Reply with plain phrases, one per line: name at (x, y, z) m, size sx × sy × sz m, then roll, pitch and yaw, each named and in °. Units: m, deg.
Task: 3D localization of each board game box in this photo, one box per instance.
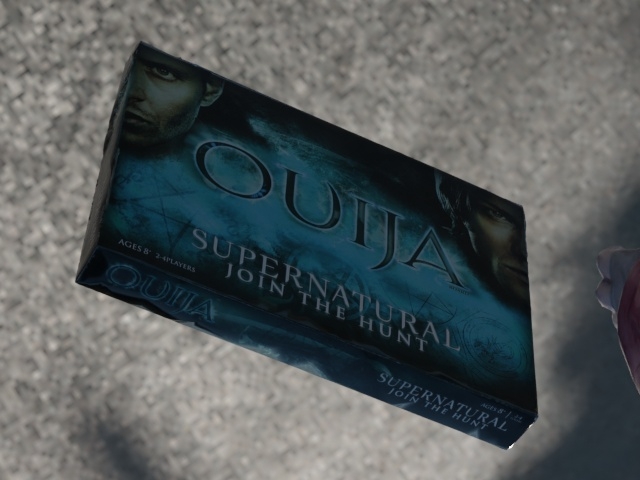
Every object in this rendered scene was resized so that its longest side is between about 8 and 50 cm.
board game box at (0.000, 0.000, 0.699) m, size 0.186 × 0.126 × 0.026 m, roll 22°, pitch 130°, yaw -17°

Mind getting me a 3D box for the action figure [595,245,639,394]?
action figure at (0.178, 0.060, 0.470) m, size 0.248 × 0.370 × 0.276 m, roll -35°, pitch -178°, yaw 34°
